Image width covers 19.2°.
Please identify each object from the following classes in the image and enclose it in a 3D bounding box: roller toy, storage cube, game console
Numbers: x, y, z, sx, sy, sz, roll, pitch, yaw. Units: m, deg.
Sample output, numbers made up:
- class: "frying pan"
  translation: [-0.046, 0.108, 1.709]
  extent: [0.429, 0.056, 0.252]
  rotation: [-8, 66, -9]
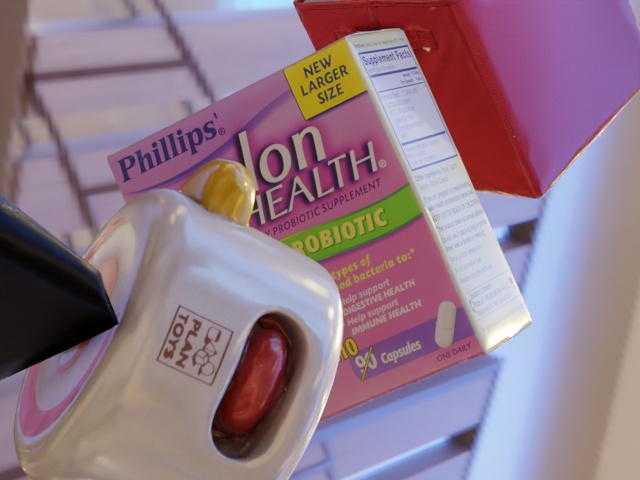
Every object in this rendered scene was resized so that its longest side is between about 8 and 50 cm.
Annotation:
- class: "roller toy"
  translation: [-0.090, 0.072, 1.124]
  extent: [0.146, 0.191, 0.209]
  rotation: [28, -60, -20]
- class: "storage cube"
  translation: [0.131, -0.168, 1.552]
  extent: [0.183, 0.215, 0.193]
  rotation: [6, -49, 46]
- class: "game console"
  translation: [-0.295, 0.042, 1.075]
  extent: [0.361, 0.213, 0.044]
  rotation: [-25, -134, 41]

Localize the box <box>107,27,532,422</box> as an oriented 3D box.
- class: "box"
  translation: [0.000, 0.000, 1.380]
  extent: [0.213, 0.117, 0.243]
  rotation: [-24, -92, 24]
